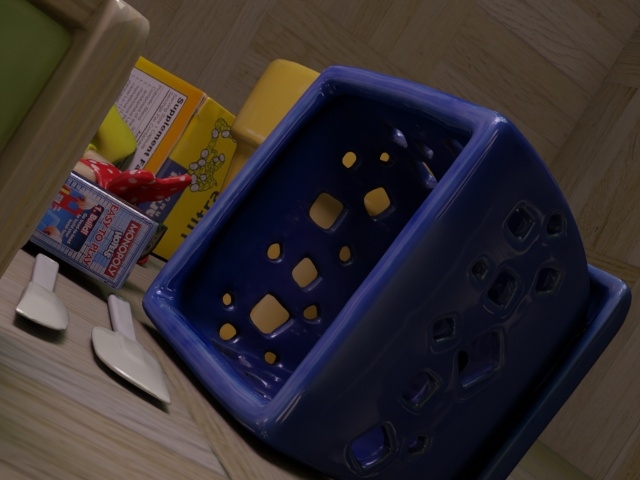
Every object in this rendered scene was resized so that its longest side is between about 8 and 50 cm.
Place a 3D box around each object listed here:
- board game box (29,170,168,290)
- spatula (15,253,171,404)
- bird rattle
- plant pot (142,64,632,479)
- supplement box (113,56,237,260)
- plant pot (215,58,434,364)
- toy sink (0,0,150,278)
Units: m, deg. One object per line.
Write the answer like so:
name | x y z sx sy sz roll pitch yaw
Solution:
board game box | -0.200 -0.025 0.845 0.194 0.060 0.194 30 -3 15
spatula | -0.168 0.022 0.659 0.168 0.019 0.242 32 0 -15
bird rattle | -0.272 -0.073 1.167 0.206 0.143 0.253 19 20 -33
plant pot | 0.052 0.044 0.752 0.212 0.236 0.236 41 -5 -32
supplement box | -0.248 -0.128 1.422 0.356 0.194 0.195 33 0 37
plant pot | 0.000 0.000 1.020 0.254 0.239 0.254 32 0 0
toy sink | -0.162 -0.055 0.388 0.234 0.153 0.131 34 -1 -43
